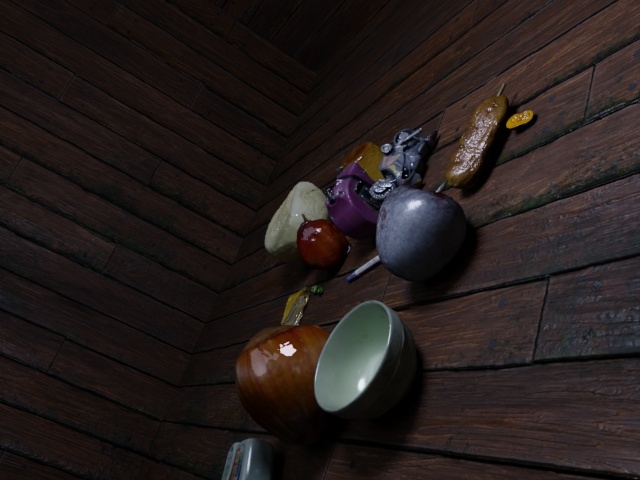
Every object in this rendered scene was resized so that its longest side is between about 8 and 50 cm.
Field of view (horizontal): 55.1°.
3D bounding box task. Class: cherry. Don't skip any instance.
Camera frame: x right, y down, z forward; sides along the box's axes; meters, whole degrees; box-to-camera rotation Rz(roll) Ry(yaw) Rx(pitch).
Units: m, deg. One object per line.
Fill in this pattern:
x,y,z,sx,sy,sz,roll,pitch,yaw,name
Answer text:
0.269,-0.031,1.653,0.255,0.218,0.296,27,101,49,cherry

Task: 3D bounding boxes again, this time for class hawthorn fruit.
0.000,0.000,2.303,0.190,0.251,0.189,-26,24,13,hawthorn fruit

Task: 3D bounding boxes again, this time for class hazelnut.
-0.085,0.420,1.805,0.372,0.316,0.372,18,110,61,hazelnut

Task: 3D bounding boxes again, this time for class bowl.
0.133,0.321,1.570,0.307,0.163,0.307,-50,21,27,bowl

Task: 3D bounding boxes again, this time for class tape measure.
-0.230,0.759,1.924,0.246,0.125,0.243,-40,33,51,tape measure
0.128,-0.132,2.116,0.149,0.245,0.231,-39,16,38,tape measure

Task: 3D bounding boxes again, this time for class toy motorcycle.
0.285,-0.256,2.074,0.173,0.108,0.307,12,65,32,toy motorcycle

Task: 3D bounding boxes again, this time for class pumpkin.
0.545,-0.321,1.660,0.083,0.028,0.050,-15,46,53,pumpkin

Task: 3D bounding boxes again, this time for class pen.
0.149,0.096,2.072,0.204,0.025,0.025,-39,28,48,pen

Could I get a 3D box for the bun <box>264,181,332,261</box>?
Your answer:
-0.072,-0.060,2.544,0.348,0.227,0.352,-66,15,-18,bun

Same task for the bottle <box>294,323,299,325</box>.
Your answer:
-0.146,0.397,2.332,0.217,0.060,0.060,-52,21,22,bottle

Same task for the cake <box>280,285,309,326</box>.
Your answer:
-0.084,0.265,2.378,0.116,0.080,0.185,-37,17,24,cake

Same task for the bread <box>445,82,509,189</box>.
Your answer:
0.464,-0.296,1.752,0.124,0.084,0.344,18,78,48,bread

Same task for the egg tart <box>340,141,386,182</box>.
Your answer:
0.185,-0.262,2.279,0.215,0.171,0.215,-39,18,15,egg tart

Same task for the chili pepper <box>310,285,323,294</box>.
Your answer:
-0.010,0.189,2.345,0.091,0.034,0.030,-171,76,-69,chili pepper
